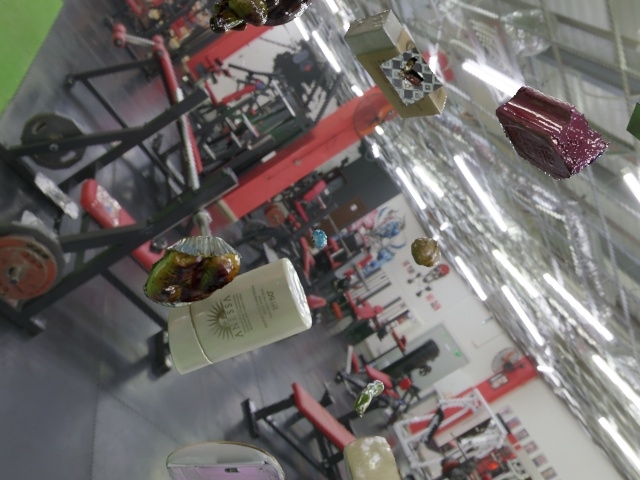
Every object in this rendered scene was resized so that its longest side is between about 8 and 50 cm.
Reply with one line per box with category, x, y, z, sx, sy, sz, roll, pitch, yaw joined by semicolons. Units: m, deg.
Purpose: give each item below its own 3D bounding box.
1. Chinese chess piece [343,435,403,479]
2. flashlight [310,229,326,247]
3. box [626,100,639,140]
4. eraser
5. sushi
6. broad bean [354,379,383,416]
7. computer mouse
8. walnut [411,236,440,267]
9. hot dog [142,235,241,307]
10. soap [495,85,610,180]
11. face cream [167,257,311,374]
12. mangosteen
Chinese chess piece;0.121;0.529;1.151;0.250;0.102;0.250;166;-90;-85
flashlight;0.000;0.000;1.828;0.051;0.051;0.129;59;1;16
box;0.780;-0.217;1.177;0.086;0.129;0.225;82;-15;-48
eraser;0.214;-0.476;1.565;0.144;0.078;0.343;3;-27;41
sushi;0.220;-0.399;1.391;0.126;0.120;0.026;57;-18;7
broad bean;0.136;0.433;1.581;0.053;0.052;0.256;69;15;6
computer mouse;-0.191;0.459;1.140;0.056;0.245;0.126;-77;155;-51
walnut;0.287;0.030;1.536;0.079;0.082;0.096;39;10;-21
hot dog;-0.270;0.075;1.169;0.162;0.270;0.082;11;58;-29
soap;0.488;-0.221;1.183;0.162;0.099;0.250;49;6;-30
face cream;-0.204;0.178;1.314;0.081;0.348;0.174;13;57;-74
mangosteen;-0.137;-0.643;1.345;0.297;0.296;0.294;50;32;-62
